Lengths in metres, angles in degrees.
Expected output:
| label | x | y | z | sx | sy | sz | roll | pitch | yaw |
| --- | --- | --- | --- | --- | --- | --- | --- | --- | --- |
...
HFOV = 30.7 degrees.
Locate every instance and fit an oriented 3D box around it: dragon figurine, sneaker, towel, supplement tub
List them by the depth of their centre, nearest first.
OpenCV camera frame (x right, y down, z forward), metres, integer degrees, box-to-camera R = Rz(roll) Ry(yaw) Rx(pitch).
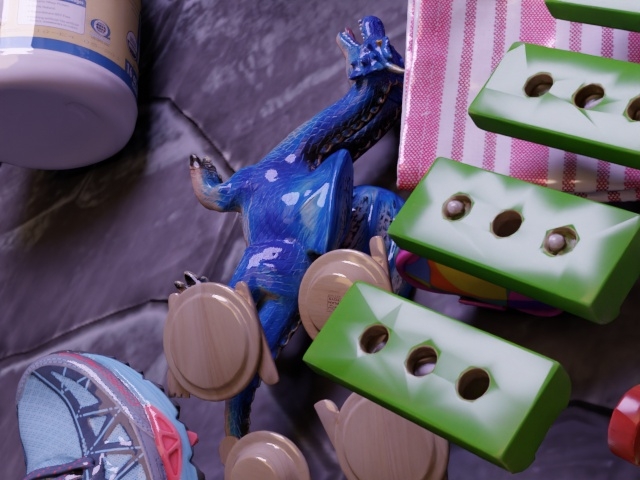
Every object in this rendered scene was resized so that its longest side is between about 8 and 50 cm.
| label | x | y | z | sx | sy | sz | roll | pitch | yaw |
| --- | --- | --- | --- | --- | --- | --- | --- | --- | --- |
| towel | 0.137 | -0.087 | 0.556 | 0.197 | 0.029 | 0.144 | 0 | 67 | 13 |
| sneaker | -0.121 | 0.164 | 0.588 | 0.104 | 0.125 | 0.262 | -44 | 55 | 29 |
| dragon figurine | 0.000 | 0.000 | 0.671 | 0.144 | 0.085 | 0.289 | -18 | 53 | 28 |
| supplement tub | -0.210 | -0.170 | 0.891 | 0.144 | 0.144 | 0.199 | -17 | 61 | 29 |

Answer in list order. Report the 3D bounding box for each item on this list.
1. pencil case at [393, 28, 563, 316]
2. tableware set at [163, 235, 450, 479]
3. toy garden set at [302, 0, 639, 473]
| label | x | y | z | sx | sy | sz | roll | pitch | yaw |
| --- | --- | --- | --- | --- | --- | --- | --- | --- | --- |
| pencil case | 0.110 | -0.076 | 0.632 | 0.104 | 0.104 | 0.236 | -1 | 62 | 38 |
| tableware set | -0.010 | 0.078 | 0.606 | 0.169 | 0.020 | 0.141 | -19 | 82 | 29 |
| toy garden set | 0.138 | -0.008 | 0.464 | 0.204 | 0.049 | 0.244 | 21 | 71 | 43 |
